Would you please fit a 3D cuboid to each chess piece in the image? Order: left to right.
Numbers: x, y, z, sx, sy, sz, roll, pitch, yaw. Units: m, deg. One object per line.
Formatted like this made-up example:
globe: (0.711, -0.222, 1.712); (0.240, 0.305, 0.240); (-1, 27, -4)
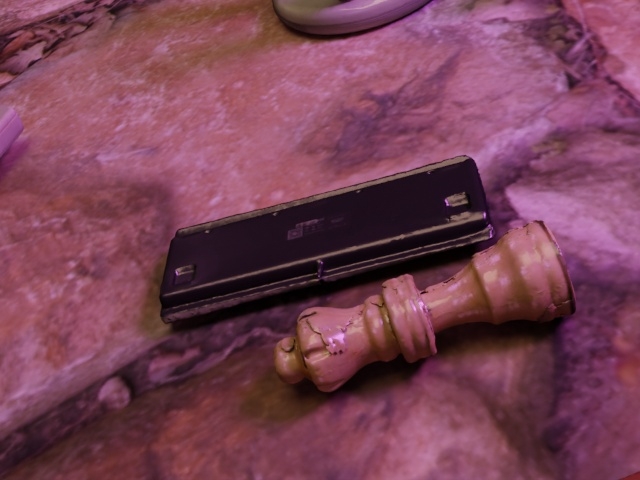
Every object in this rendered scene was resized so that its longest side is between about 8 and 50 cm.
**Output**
chess piece: (0.054, 0.042, 0.511); (0.171, 0.060, 0.060); (-20, 39, 5)

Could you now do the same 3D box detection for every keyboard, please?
keyboard: (0.000, 0.000, 0.609); (0.230, 0.025, 0.094); (-14, 38, 11)

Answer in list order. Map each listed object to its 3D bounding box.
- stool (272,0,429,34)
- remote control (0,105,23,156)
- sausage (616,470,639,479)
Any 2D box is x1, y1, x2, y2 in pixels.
stool: (0.017, -0.324, 0.835); (0.195, 0.199, 0.195); (-36, 39, -14)
remote control: (-0.359, -0.039, 0.808); (0.090, 0.049, 0.230); (1, 45, 28)
sausage: (0.195, 0.093, 0.367); (0.326, 0.079, 0.087); (-29, 50, -5)
